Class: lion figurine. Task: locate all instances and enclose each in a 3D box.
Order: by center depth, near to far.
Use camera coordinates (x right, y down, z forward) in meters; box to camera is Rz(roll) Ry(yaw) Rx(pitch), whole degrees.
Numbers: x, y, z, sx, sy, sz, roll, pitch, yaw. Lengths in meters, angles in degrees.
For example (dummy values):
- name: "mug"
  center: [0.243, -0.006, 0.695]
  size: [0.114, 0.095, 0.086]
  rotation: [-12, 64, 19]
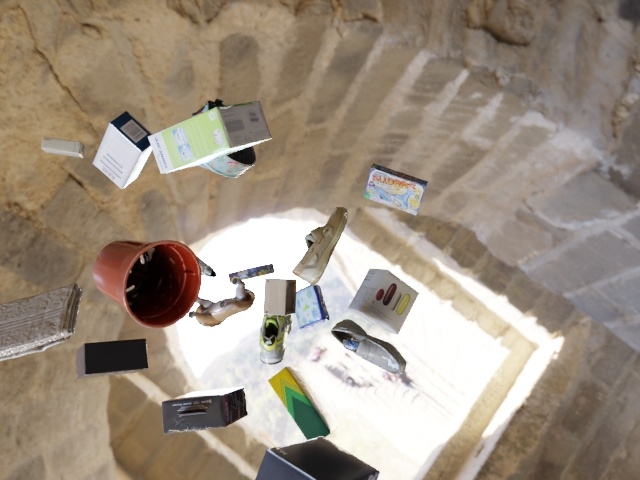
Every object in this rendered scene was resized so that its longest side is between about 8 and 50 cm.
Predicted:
- name: "lion figurine"
  center: [-0.398, 0.278, 2.418]
  size: [0.392, 0.142, 0.240]
  rotation: [-14, -26, 26]

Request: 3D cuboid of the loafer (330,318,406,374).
- name: "loafer"
  center: [0.176, 0.409, 2.150]
  size: [0.111, 0.319, 0.112]
  rotation: [-16, -53, -50]

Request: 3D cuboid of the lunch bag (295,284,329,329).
- name: "lunch bag"
  center: [-0.029, 0.222, 1.936]
  size: [0.096, 0.128, 0.151]
  rotation: [-12, -14, -22]

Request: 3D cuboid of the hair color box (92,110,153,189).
- name: "hair color box"
  center: [-0.834, -0.376, 2.421]
  size: [0.347, 0.174, 0.105]
  rotation: [-36, 14, 51]

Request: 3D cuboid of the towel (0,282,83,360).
- name: "towel"
  center: [-0.803, 0.229, 1.585]
  size: [0.049, 0.282, 0.187]
  rotation: [69, -171, -45]

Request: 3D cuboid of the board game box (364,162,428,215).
- name: "board game box"
  center: [0.263, -0.180, 2.009]
  size: [0.035, 0.201, 0.136]
  rotation: [-61, -14, -45]

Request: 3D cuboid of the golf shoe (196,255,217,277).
- name: "golf shoe"
  center: [-0.514, 0.118, 2.487]
  size: [0.069, 0.086, 0.176]
  rotation: [-65, -28, -6]

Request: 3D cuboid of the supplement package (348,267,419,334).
- name: "supplement package"
  center: [0.263, 0.251, 2.371]
  size: [0.203, 0.194, 0.149]
  rotation: [-60, 22, -14]

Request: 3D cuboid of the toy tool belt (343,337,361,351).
- name: "toy tool belt"
  center: [0.125, 0.388, 2.127]
  size: [0.051, 0.083, 0.052]
  rotation: [83, -159, -64]

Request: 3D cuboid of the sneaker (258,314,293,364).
- name: "sneaker"
  center: [-0.198, 0.372, 2.559]
  size: [0.384, 0.145, 0.147]
  rotation: [-93, 3, -54]

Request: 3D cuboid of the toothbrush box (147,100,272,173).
- name: "toothbrush box"
  center: [-0.321, -0.300, 1.664]
  size: [0.283, 0.122, 0.206]
  rotation: [-14, 9, 34]

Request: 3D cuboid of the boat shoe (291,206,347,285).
- name: "boat shoe"
  center: [0.000, 0.000, 1.826]
  size: [0.302, 0.098, 0.109]
  rotation: [-65, 7, -29]

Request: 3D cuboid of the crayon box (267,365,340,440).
- name: "crayon box"
  center: [-0.061, 0.687, 2.407]
  size: [0.106, 0.313, 0.363]
  rotation: [-35, -15, -1]

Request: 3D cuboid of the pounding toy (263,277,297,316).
- name: "pounding toy"
  center: [-0.135, 0.184, 1.793]
  size: [0.141, 0.100, 0.130]
  rotation: [14, -102, -75]

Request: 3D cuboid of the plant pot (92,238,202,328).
- name: "plant pot"
  center: [-0.566, 0.113, 1.802]
  size: [0.272, 0.265, 0.272]
  rotation: [-14, -71, -46]

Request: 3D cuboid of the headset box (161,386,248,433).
- name: "headset box"
  center: [-0.397, 0.583, 1.967]
  size: [0.218, 0.110, 0.293]
  rotation: [-9, -10, 8]

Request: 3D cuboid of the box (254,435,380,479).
- name: "box"
  center: [-0.053, 0.755, 1.493]
  size: [0.293, 0.212, 0.395]
  rotation: [19, -89, -58]

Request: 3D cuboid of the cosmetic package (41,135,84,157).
- name: "cosmetic package"
  center: [-0.816, -0.296, 1.808]
  size: [0.060, 0.115, 0.041]
  rotation: [157, 120, -77]

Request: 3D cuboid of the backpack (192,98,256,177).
- name: "backpack"
  center: [-0.353, -0.350, 2.058]
  size: [0.191, 0.253, 0.225]
  rotation: [-35, -26, 28]

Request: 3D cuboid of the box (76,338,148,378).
- name: "box"
  center: [-0.669, 0.379, 1.817]
  size: [0.184, 0.103, 0.261]
  rotation: [-3, -13, -29]

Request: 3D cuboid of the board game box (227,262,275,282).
- name: "board game box"
  center: [-0.300, 0.142, 2.492]
  size: [0.170, 0.048, 0.141]
  rotation: [-13, -2, 10]
